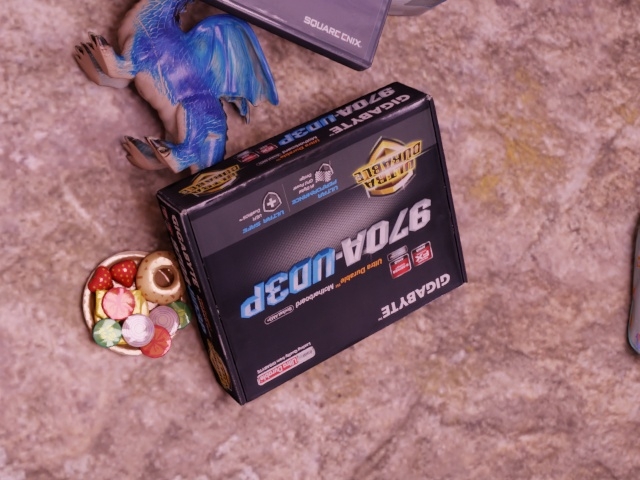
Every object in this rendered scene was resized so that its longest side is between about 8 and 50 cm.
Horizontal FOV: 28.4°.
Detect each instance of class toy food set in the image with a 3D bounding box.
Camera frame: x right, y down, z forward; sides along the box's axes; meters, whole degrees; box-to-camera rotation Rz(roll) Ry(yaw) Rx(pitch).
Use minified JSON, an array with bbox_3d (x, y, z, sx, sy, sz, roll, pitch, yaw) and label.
[{"bbox_3d":[-0.139,0.049,0.964,0.083,0.020,0.083,0,86,-22],"label":"toy food set"}]

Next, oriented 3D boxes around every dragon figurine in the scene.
[{"bbox_3d":[-0.087,-0.120,0.962,0.144,0.085,0.289,-31,96,-20],"label":"dragon figurine"}]

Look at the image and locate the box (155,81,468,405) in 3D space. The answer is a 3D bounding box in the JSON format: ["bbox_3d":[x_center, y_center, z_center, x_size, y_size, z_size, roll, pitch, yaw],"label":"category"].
[{"bbox_3d":[0.000,0.000,0.971,0.220,0.051,0.175,-26,122,-21],"label":"box"}]

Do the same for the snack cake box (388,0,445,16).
[{"bbox_3d":[0.024,-0.321,1.020,0.152,0.089,0.264,-2,87,-21],"label":"snack cake box"}]

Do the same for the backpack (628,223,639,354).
[{"bbox_3d":[0.340,0.030,1.100,0.115,0.152,0.182,4,97,-16],"label":"backpack"}]

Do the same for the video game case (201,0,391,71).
[{"bbox_3d":[-0.010,-0.289,0.938,0.196,0.026,0.274,21,81,-22],"label":"video game case"}]
